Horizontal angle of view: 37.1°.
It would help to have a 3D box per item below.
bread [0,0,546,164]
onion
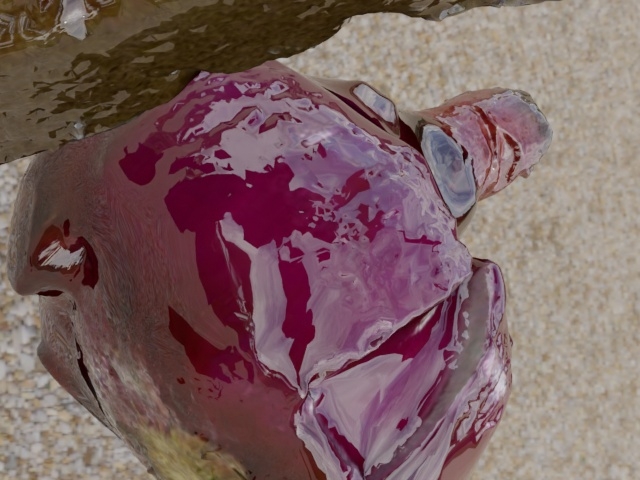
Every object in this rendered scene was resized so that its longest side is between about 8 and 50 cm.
[{"bbox_3d":[-0.099,-0.124,0.366,0.113,0.416,0.165,45,31,-75],"label":"bread"},{"bbox_3d":[0.000,0.000,0.717,0.420,0.398,0.398,-50,120,-22],"label":"onion"}]
